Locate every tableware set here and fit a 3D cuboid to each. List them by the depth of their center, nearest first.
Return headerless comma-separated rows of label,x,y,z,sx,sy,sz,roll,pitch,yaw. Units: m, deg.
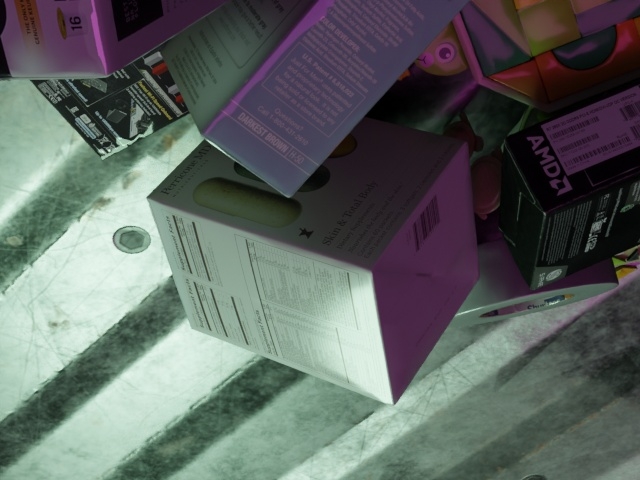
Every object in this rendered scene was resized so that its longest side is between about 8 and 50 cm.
tableware set,0.144,-0.055,1.224,0.020,0.141,0.169,9,132,-38

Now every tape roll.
tape roll,0.235,0.044,1.290,0.219,0.072,0.219,-12,170,-2

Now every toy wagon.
toy wagon,0.219,-0.236,1.054,0.344,0.068,0.267,-21,111,9

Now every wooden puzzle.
wooden puzzle,0.378,0.011,1.393,0.078,0.014,0.116,-23,130,13

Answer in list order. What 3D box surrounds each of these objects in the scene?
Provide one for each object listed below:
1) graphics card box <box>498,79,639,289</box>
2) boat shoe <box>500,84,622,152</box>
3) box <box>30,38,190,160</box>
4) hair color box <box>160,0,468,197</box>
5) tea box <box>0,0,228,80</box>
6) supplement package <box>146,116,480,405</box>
graphics card box,0.360,-0.089,1.078,0.370,0.094,0.233,-24,159,-1
boat shoe,0.271,-0.139,1.192,0.109,0.091,0.305,5,131,-12
box,-0.202,-0.248,1.044,0.242,0.076,0.307,-26,130,16
hair color box,0.035,-0.239,0.945,0.113,0.185,0.374,34,104,-34
tea box,-0.266,-0.300,0.778,0.323,0.220,0.329,3,116,18
supplement package,0.000,0.000,1.135,0.262,0.199,0.198,17,140,28
